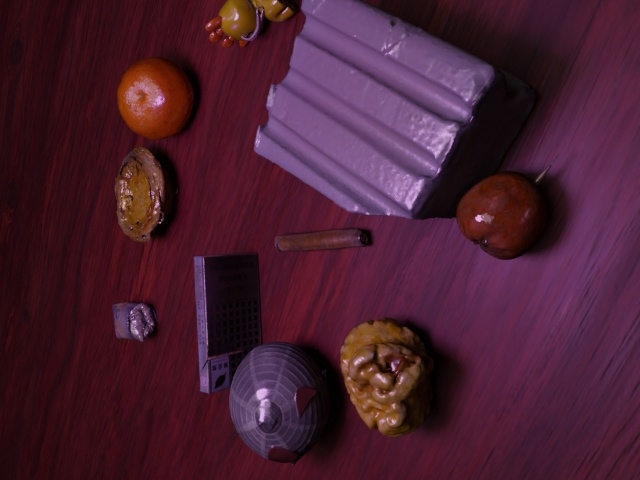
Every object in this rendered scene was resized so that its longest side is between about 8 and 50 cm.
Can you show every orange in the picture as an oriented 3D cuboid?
[{"bbox_3d":[-0.449,-0.392,1.636,0.224,0.170,0.224,6,106,21],"label":"orange"}]

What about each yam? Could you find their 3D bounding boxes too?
[{"bbox_3d":[0.000,0.000,1.346,0.264,0.046,0.046,-4,90,40],"label":"yam"}]

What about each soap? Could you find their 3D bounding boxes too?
[{"bbox_3d":[0.122,-0.234,1.121,0.435,0.213,0.350,38,113,33],"label":"soap"}]

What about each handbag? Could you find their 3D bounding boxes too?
[{"bbox_3d":[-0.577,0.250,1.833,0.173,0.095,0.117,-5,95,49],"label":"handbag"}]

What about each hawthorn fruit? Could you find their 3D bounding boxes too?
[{"bbox_3d":[0.328,-0.050,1.021,0.189,0.149,0.149,-31,65,-10],"label":"hawthorn fruit"}]

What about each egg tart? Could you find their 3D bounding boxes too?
[{"bbox_3d":[-0.507,-0.130,1.743,0.291,0.107,0.290,2,93,46],"label":"egg tart"}]

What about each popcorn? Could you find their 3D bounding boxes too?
[{"bbox_3d":[0.120,0.262,1.155,0.200,0.203,0.225,5,78,31],"label":"popcorn"}]

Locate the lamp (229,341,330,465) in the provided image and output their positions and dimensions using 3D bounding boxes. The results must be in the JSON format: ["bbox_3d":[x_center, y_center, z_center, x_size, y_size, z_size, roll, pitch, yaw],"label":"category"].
[{"bbox_3d":[-0.093,0.364,1.322,0.233,0.233,0.265,16,100,39],"label":"lamp"}]

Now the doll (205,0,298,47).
[{"bbox_3d":[-0.171,-0.537,1.421,0.221,0.143,0.135,-29,75,27],"label":"doll"}]

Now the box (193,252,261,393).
[{"bbox_3d":[-0.225,0.196,1.460,0.047,0.180,0.324,-4,89,40],"label":"box"}]
